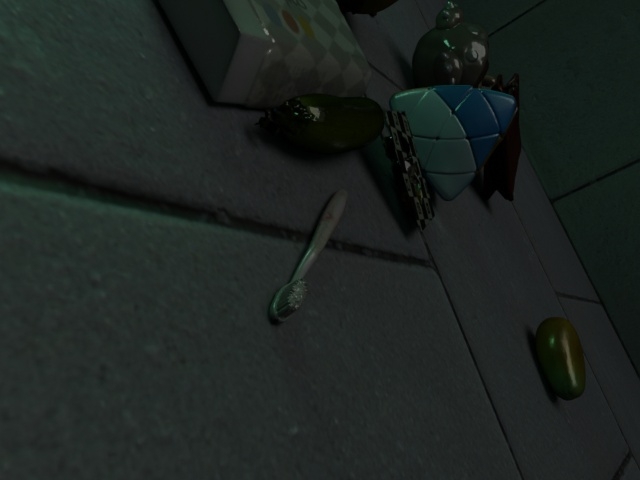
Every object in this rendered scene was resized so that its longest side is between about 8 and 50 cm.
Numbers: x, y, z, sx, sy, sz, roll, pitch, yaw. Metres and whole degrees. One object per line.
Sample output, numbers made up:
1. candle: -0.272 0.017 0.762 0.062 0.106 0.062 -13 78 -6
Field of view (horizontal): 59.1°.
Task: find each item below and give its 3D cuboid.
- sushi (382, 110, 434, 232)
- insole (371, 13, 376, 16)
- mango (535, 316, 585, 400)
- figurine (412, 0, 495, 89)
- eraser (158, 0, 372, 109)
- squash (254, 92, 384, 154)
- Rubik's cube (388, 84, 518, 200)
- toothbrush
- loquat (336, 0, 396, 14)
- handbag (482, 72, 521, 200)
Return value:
1. sushi: 0.144 -0.124 1.002 0.192 0.040 0.210 -32 106 -68
2. insole: 0.049 -0.673 1.405 0.309 0.012 0.110 39 35 -36
3. mango: 0.536 0.263 1.258 0.130 0.091 0.195 47 35 -28
4. figurine: 0.365 -0.441 1.542 0.380 0.203 0.248 45 51 -60
5. eraser: -0.056 -0.290 0.785 0.213 0.082 0.397 62 27 4
6. squash: 0.017 -0.164 0.791 0.087 0.087 0.331 62 27 3
7. Rubik's cube: 0.241 -0.247 1.195 0.254 0.254 0.254 40 34 -34
8. toothbrush: 0.000 0.000 0.663 0.025 0.029 0.307 47 29 -12
9. loquat: 0.088 -0.596 1.153 0.275 0.274 0.275 40 34 -34
10. handbag: 0.498 -0.277 1.540 0.276 0.084 0.260 68 37 -45
